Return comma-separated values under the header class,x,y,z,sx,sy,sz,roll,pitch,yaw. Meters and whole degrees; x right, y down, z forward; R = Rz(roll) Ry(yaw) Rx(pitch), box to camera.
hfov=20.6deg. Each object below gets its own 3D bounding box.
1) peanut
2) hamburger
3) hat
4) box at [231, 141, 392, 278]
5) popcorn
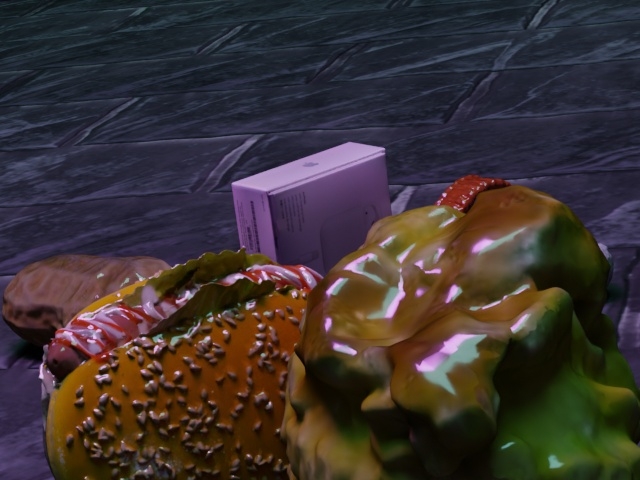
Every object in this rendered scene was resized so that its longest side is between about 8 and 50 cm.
class,x,y,z,sx,sy,sz,roll,pitch,yaw
peanut,-0.182,0.057,1.433,0.194,0.083,0.093,-1,53,35
hamburger,-0.074,0.100,1.098,0.210,0.173,0.116,-15,-8,-25
hat,0.168,0.011,1.453,0.162,0.093,0.112,28,46,33
box,0.000,0.000,1.447,0.129,0.130,0.051,-21,23,-37
popcorn,0.079,0.087,0.968,0.206,0.237,0.251,5,-21,6
